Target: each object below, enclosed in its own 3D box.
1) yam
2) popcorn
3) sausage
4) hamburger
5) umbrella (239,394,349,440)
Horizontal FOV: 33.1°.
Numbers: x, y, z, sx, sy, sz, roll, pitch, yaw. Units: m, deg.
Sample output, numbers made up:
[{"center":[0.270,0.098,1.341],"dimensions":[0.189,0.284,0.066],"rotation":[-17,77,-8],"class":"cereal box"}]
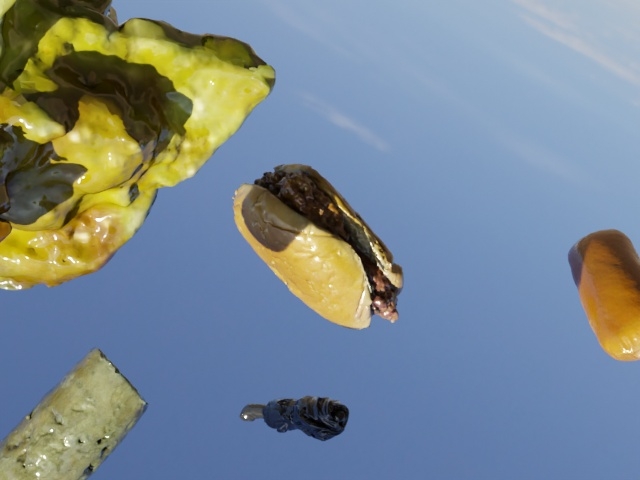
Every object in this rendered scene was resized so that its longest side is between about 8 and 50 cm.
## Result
[{"center":[-0.283,0.216,1.229],"dimensions":[0.107,0.194,0.107],"rotation":[43,180,0],"class":"yam"},{"center":[-0.245,-0.129,0.918],"dimensions":[0.321,0.326,0.290],"rotation":[-38,-124,-21],"class":"popcorn"},{"center":[0.394,0.070,1.423],"dimensions":[0.098,0.098,0.238],"rotation":[20,-149,-15],"class":"sausage"},{"center":[0.000,0.000,1.694],"dimensions":[0.282,0.155,0.245],"rotation":[32,157,29],"class":"hamburger"},{"center":[-0.054,0.283,1.767],"dimensions":[0.071,0.071,0.248],"rotation":[5,176,-42],"class":"umbrella"}]
